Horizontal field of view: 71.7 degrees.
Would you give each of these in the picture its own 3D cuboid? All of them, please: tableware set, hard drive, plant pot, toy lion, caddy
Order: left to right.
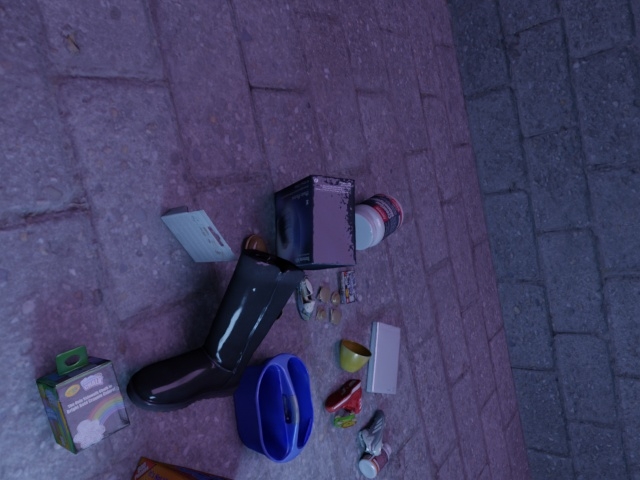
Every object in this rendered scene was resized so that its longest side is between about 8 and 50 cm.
[{"bbox_3d":[-0.137,0.539,1.449,0.241,0.179,0.341,-8,91,-48],"label":"caddy"},{"bbox_3d":[0.037,0.268,1.807,0.169,0.020,0.141,25,67,-46],"label":"tableware set"},{"bbox_3d":[0.101,0.729,1.778,0.100,0.096,0.034,-5,47,-17],"label":"toy lion"},{"bbox_3d":[0.131,0.482,1.817,0.134,0.134,0.095,14,102,-47],"label":"plant pot"},{"bbox_3d":[0.296,0.545,2.048,0.203,0.040,0.307,24,66,-44],"label":"hard drive"}]

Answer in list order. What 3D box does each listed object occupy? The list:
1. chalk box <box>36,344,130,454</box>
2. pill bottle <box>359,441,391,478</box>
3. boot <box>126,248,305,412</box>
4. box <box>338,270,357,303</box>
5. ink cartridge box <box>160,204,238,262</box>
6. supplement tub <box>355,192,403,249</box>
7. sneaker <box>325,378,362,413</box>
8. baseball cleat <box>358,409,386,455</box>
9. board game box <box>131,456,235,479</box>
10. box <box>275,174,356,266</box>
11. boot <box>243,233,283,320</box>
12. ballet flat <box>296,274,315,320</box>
[{"bbox_3d":[-0.558,0.354,1.032,0.132,0.132,0.212,-19,98,-47],"label":"chalk box"},{"bbox_3d":[0.238,0.932,1.891,0.152,0.086,0.086,-21,100,-48],"label":"pill bottle"},{"bbox_3d":[-0.271,0.229,1.199,0.367,0.146,0.445,11,114,-58],"label":"boot"},{"bbox_3d":[0.119,0.199,1.897,0.094,0.027,0.136,-2,86,-55],"label":"box"},{"bbox_3d":[-0.334,-0.020,1.267,0.056,0.225,0.181,-52,123,-38],"label":"ink cartridge box"},{"bbox_3d":[0.225,-0.084,1.940,0.272,0.191,0.191,-31,108,-47],"label":"supplement tub"},{"bbox_3d":[0.110,0.663,1.783,0.221,0.087,0.128,-21,98,-47],"label":"sneaker"},{"bbox_3d":[0.224,0.811,1.904,0.110,0.072,0.205,23,37,-7],"label":"baseball cleat"},{"bbox_3d":[-0.293,0.801,1.097,0.356,0.356,0.356,40,57,-37],"label":"board game box"},{"bbox_3d":[-0.025,-0.049,1.545,0.183,0.296,0.293,2,82,-29],"label":"box"},{"bbox_3d":[-0.185,0.126,1.503,0.112,0.115,0.305,-7,89,-47],"label":"boot"},{"bbox_3d":[-0.053,0.215,1.677,0.070,0.070,0.188,-24,103,-48],"label":"ballet flat"}]
